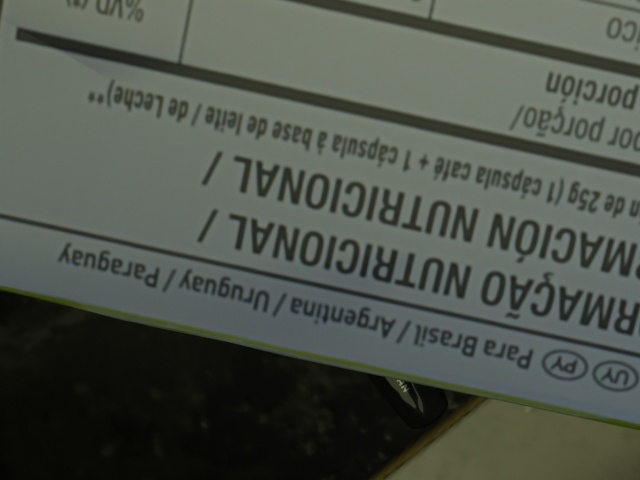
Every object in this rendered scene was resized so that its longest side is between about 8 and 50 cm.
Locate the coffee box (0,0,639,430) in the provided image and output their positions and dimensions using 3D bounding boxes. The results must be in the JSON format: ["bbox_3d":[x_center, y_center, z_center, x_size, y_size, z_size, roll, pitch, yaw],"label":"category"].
[{"bbox_3d":[0.113,-0.151,0.522,0.338,0.337,0.334,12,107,0],"label":"coffee box"}]

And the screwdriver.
[{"bbox_3d":[0.000,0.000,0.739,0.025,0.024,0.170,-22,103,40],"label":"screwdriver"}]
